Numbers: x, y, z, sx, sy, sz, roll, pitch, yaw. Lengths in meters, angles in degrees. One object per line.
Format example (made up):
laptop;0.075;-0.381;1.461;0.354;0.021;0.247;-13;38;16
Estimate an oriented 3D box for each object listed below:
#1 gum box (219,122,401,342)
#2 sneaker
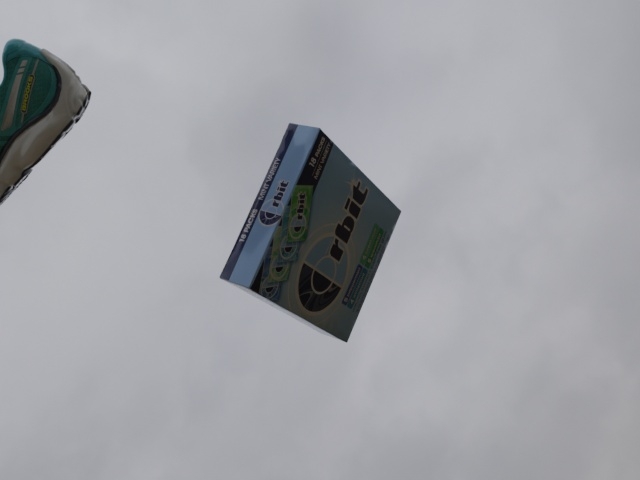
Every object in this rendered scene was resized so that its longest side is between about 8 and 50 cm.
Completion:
gum box;0.000;0.000;0.684;0.184;0.041;0.157;38;-107;-52
sneaker;-0.367;-0.101;0.762;0.275;0.107;0.110;-43;-71;14
